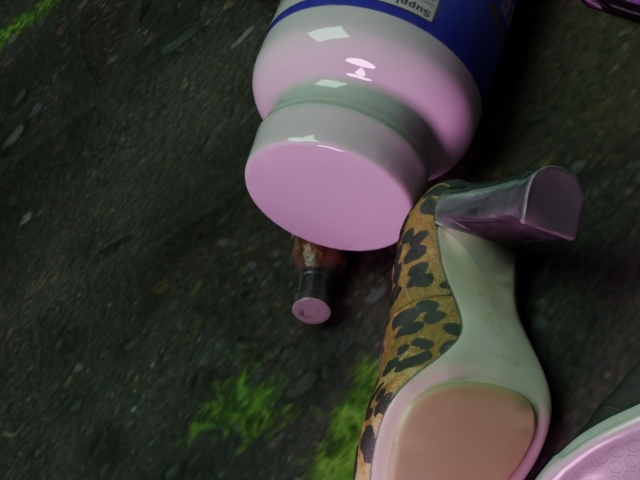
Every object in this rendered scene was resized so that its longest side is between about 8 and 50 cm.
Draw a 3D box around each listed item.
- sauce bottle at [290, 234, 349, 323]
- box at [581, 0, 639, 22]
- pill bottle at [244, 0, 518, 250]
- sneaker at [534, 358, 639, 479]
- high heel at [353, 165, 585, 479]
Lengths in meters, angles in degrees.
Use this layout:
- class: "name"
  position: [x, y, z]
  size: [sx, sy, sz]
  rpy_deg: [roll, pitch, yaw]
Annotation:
- class: "sauce bottle"
  position: [0.000, 0.000, 1.308]
  size: [0.042, 0.042, 0.128]
  rpy_deg: [-26, 35, 33]
- class: "box"
  position: [0.236, -0.185, 1.229]
  size: [0.116, 0.029, 0.162]
  rpy_deg: [-51, 31, -4]
- class: "pill bottle"
  position: [0.044, -0.132, 1.295]
  size: [0.152, 0.152, 0.272]
  rpy_deg: [-16, 43, 42]
- class: "sneaker"
  position: [0.192, 0.070, 0.941]
  size: [0.296, 0.104, 0.147]
  rpy_deg: [-52, 4, 23]
- class: "high heel"
  position: [0.059, 0.083, 1.125]
  size: [0.261, 0.093, 0.186]
  rpy_deg: [-66, 16, -13]
